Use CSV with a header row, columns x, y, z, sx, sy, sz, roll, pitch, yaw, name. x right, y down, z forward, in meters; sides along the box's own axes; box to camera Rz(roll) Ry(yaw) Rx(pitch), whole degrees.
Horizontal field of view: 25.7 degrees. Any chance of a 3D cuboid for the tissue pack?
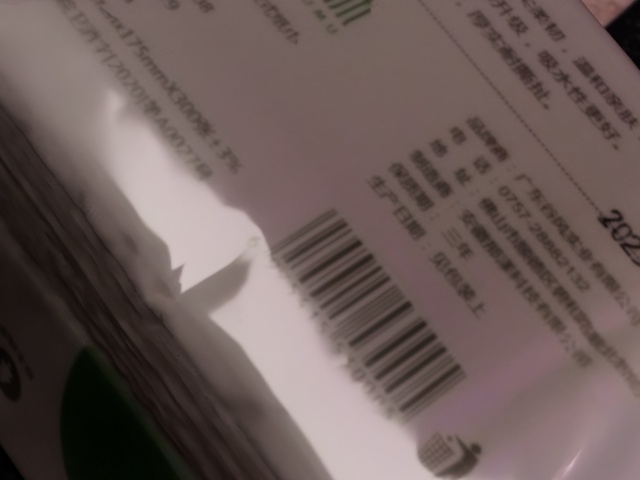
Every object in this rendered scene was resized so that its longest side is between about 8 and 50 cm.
x,y,z,sx,sy,sz,roll,pitch,yaw,name
-0.001,0.000,0.554,0.266,0.194,0.356,-30,77,-34,tissue pack
